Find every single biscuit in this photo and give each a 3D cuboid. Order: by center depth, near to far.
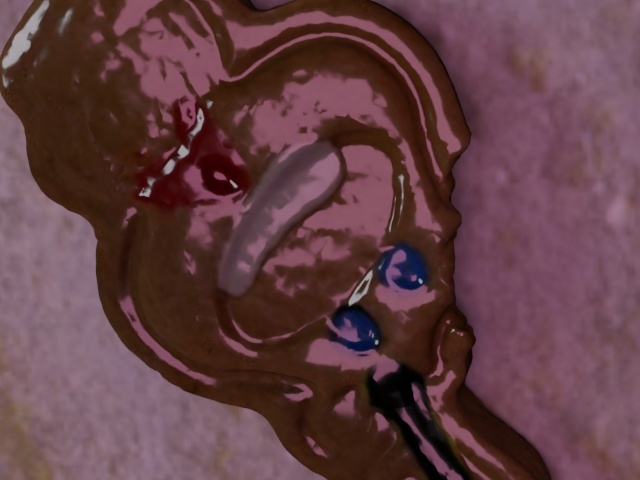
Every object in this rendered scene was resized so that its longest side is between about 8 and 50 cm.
[{"bbox_3d":[-0.006,0.007,0.822,0.183,0.047,0.319,-25,98,18],"label":"biscuit"}]
